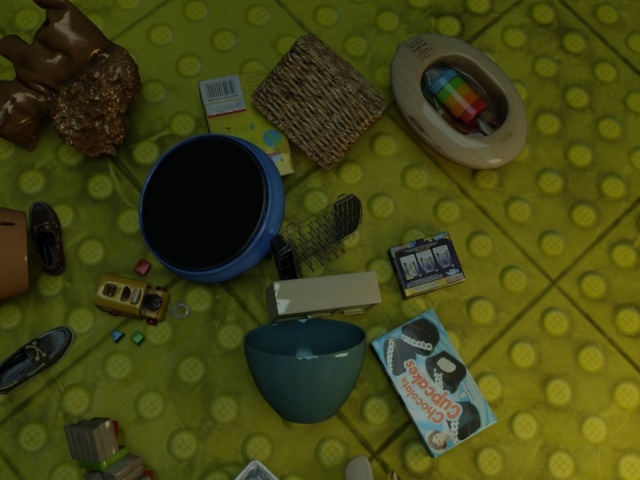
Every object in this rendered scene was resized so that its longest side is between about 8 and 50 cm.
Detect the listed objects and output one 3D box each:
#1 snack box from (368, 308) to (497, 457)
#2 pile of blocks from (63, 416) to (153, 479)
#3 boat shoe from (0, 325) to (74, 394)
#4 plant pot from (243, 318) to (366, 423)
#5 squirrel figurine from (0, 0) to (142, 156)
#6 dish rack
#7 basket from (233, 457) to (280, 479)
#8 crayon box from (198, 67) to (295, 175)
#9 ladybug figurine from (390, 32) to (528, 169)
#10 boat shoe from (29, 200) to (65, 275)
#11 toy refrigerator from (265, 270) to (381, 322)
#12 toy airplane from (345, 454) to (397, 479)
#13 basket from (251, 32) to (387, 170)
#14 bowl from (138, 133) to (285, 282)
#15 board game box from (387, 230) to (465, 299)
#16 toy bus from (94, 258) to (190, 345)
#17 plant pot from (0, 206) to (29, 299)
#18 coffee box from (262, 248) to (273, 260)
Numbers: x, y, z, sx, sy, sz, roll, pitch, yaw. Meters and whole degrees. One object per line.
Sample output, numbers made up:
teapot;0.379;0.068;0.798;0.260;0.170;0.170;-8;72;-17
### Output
snack box;0.280;0.357;1.824;0.187;0.060;0.322;-27;78;-11
pile of blocks;-0.462;0.566;1.703;0.113;0.149;0.362;-26;85;-55
boat shoe;-0.706;0.291;1.768;0.228;0.068;0.081;-41;81;-13
plant pot;-0.035;0.319;1.723;0.290;0.290;0.195;-2;100;-5
squirrel figurine;-0.677;-0.385;1.867;0.397;0.281;0.370;37;81;9
dish rack;0.000;0.000;1.839;0.272;0.208;0.074;-30;63;-13
basket;-0.169;0.610;1.697;0.113;0.103;0.167;41;76;7
crayon box;-0.202;-0.295;1.966;0.202;0.081;0.318;-12;74;-8
ladybug figurine;0.366;-0.373;1.987;0.305;0.162;0.449;-36;80;-12
boat shoe;-0.703;-0.013;1.855;0.073;0.073;0.207;-20;75;-8
toy refrigerator;0.007;0.145;1.816;0.270;0.102;0.094;-6;74;-19
toy airplane;0.147;0.736;1.628;0.384;0.272;0.386;19;80;41
basket;-0.001;-0.381;1.961;0.299;0.213;0.223;41;115;-6
bowl;-0.283;-0.088;1.831;0.391;0.077;0.391;-4;77;17
board game box;0.280;0.066;1.915;0.170;0.048;0.141;-15;78;-9
toy bus;-0.461;0.146;1.809;0.202;0.104;0.191;-32;79;-12
plant pot;-0.814;0.033;1.741;0.204;0.291;0.290;-2;74;-21
coffee box;-0.140;-0.047;1.885;0.040;0.113;0.184;4;72;-6
